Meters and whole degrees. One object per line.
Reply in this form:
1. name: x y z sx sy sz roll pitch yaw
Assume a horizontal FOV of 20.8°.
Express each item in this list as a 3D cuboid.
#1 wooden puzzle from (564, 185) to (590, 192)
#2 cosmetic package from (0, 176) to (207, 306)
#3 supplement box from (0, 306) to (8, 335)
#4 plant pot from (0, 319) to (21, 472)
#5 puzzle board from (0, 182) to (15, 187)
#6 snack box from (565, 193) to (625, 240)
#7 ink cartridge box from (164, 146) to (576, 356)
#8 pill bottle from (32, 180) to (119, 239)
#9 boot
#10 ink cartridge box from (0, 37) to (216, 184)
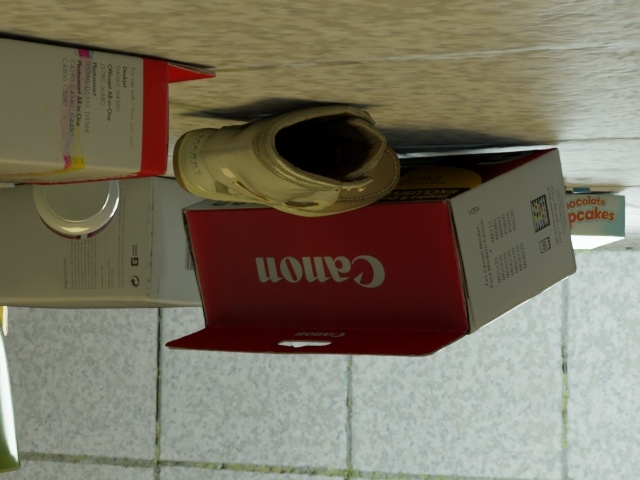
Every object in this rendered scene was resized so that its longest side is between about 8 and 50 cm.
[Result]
1. wooden puzzle: 0.250 -0.063 2.030 0.116 0.014 0.078 1 -178 -2
2. cosmetic package: -0.287 0.009 2.180 0.365 0.155 0.197 0 176 35
3. supplement box: -0.552 0.038 2.446 0.129 0.191 0.194 -2 176 44
4. plant pot: -0.385 0.042 1.445 0.275 0.293 0.275 0 177 0
5. puzzle board: -0.428 -0.068 2.095 0.128 0.011 0.096 -1 176 43
6. snack box: 0.288 -0.023 2.318 0.187 0.060 0.322 0 177 0
7. ink cartridge box: 0.037 0.009 1.634 0.309 0.130 0.272 -2 -166 36
8. pill bottle: -0.243 -0.046 1.737 0.086 0.086 0.152 1 177 -8
9. boot: 0.009 -0.066 1.420 0.213 0.077 0.165 3 174 -33
10. ink cartridge box: -0.191 -0.080 1.119 0.134 0.078 0.231 -2 177 44
